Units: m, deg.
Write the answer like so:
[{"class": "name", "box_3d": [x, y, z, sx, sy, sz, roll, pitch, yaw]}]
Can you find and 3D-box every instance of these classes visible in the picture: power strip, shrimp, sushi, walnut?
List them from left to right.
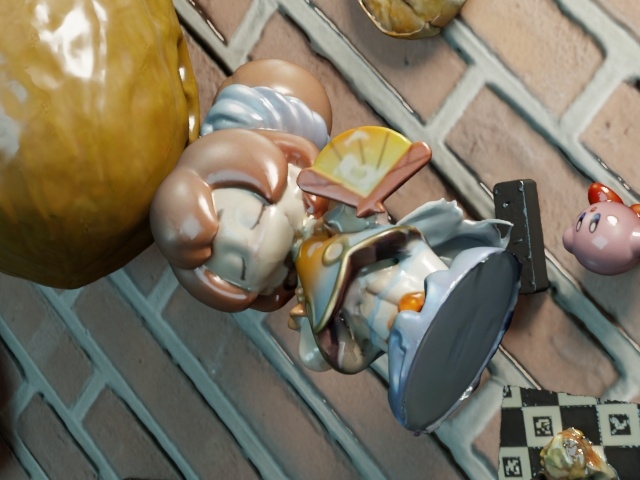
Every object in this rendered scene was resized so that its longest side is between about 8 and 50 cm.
[{"class": "walnut", "box_3d": [-0.285, -0.145, 1.428, 0.308, 0.354, 0.398, -8, 87, -4]}, {"class": "shrimp", "box_3d": [0.104, -0.341, 1.286, 0.178, 0.075, 0.289, 38, 129, 30]}, {"class": "power strip", "box_3d": [0.192, -0.003, 1.272, 0.038, 0.029, 0.111, -6, 90, 42]}, {"class": "sushi", "box_3d": [0.239, 0.252, 1.257, 0.192, 0.040, 0.210, 4, 97, 36]}]

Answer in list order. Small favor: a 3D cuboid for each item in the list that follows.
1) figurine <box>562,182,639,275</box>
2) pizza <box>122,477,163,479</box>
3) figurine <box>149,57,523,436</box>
[{"class": "figurine", "box_3d": [0.262, -0.002, 1.197, 0.083, 0.071, 0.067, 17, 147, 42]}, {"class": "pizza", "box_3d": [-0.249, 0.397, 1.605, 0.161, 0.085, 0.305, 51, 119, 22]}, {"class": "figurine", "box_3d": [0.000, -0.001, 1.291, 0.388, 0.248, 0.277, 27, 107, 28]}]
